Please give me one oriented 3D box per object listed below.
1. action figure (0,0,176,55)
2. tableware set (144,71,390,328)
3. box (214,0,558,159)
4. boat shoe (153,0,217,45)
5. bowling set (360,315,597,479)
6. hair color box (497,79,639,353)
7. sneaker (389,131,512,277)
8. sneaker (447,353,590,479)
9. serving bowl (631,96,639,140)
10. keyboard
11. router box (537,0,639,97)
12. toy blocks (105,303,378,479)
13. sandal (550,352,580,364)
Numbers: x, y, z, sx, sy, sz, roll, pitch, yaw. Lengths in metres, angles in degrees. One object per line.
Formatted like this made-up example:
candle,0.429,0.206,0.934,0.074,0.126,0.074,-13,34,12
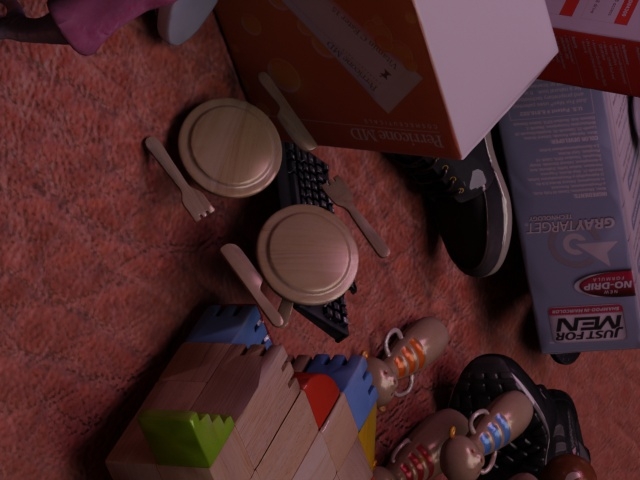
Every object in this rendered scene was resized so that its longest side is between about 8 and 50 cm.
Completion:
action figure,-0.154,-0.251,1.201,0.370,0.276,0.248,11,90,-33
tableware set,-0.046,-0.027,1.496,0.128,0.039,0.194,-32,83,-25
box,0.026,-0.258,1.476,0.168,0.215,0.345,-48,130,-36
boat shoe,-0.116,-0.245,1.425,0.065,0.083,0.183,-34,149,-44
bowling set,0.143,0.223,1.739,0.154,0.200,0.287,-35,119,-43
hair color box,0.255,-0.093,1.841,0.185,0.114,0.374,-63,143,-58
sneaker,0.107,-0.063,1.738,0.118,0.083,0.222,-20,102,-44
sneaker,0.212,0.191,1.915,0.283,0.107,0.124,63,34,-41
serving bowl,0.329,-0.128,1.844,0.083,0.027,0.083,-4,90,-72
keyboard,0.000,0.000,1.577,0.108,0.023,0.180,40,35,-47
router box,0.243,-0.297,1.673,0.335,0.301,0.082,-60,148,-25
toy blocks,-0.034,0.203,1.543,0.261,0.191,0.381,-59,138,-44
sandal,0.272,0.076,2.007,0.179,0.040,0.067,-54,142,-52
